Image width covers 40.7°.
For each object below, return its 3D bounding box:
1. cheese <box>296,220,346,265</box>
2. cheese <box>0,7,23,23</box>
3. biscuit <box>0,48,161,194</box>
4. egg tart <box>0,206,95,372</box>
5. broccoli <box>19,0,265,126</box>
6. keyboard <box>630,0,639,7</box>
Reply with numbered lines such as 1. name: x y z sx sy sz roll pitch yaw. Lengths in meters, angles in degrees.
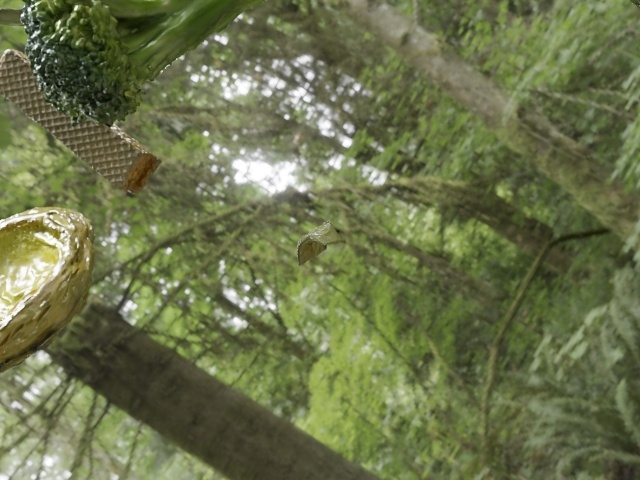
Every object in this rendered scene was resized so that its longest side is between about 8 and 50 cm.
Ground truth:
1. cheese: 0.000 -0.001 1.210 0.060 0.041 0.084 -27 1 -32
2. cheese: -0.386 -0.395 1.554 0.085 0.400 0.034 -152 61 -68
3. biscuit: -0.486 -0.233 1.687 0.094 0.378 0.054 -53 -7 14
4. egg tart: -0.400 0.075 1.123 0.279 0.278 0.095 -54 -45 -21
5. broccoli: -0.234 -0.303 1.202 0.275 0.397 0.353 56 -139 -39
6. keyboard: 0.311 -0.258 0.874 0.129 0.049 0.015 16 -72 -43
